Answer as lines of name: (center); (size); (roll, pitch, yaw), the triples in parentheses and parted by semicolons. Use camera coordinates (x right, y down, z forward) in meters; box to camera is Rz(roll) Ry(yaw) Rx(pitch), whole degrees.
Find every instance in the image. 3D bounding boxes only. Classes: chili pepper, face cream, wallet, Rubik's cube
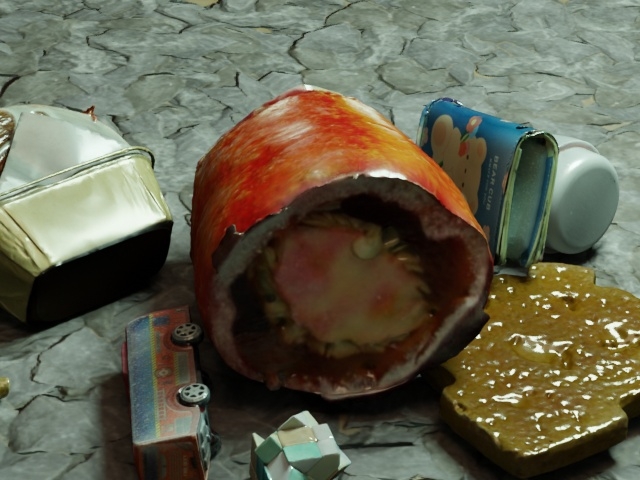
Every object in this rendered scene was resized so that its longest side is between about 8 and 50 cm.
chili pepper: (0.000, 0.000, 1.731); (0.251, 0.229, 0.305); (-41, 20, 3)
face cream: (0.229, -0.048, 1.879); (0.117, 0.117, 0.104); (-23, 33, -33)
wallet: (0.154, -0.054, 1.831); (0.059, 0.141, 0.202); (5, 11, -25)
Rubik's cube: (-0.017, 0.177, 1.551); (0.084, 0.073, 0.075); (-20, 40, -28)

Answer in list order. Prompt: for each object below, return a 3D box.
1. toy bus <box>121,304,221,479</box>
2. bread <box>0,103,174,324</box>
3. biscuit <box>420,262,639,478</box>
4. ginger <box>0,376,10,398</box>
toy bus: (-0.130, 0.132, 1.625); (0.077, 0.065, 0.192); (-9, 33, -3)
bread: (-0.264, -0.028, 1.809); (0.224, 0.142, 0.212); (-24, 55, -35)
biscuit: (0.192, 0.115, 1.688); (0.278, 0.043, 0.301); (10, 34, 13)
ginger: (-0.319, 0.124, 1.655); (0.097, 0.030, 0.048); (-5, 61, -7)
